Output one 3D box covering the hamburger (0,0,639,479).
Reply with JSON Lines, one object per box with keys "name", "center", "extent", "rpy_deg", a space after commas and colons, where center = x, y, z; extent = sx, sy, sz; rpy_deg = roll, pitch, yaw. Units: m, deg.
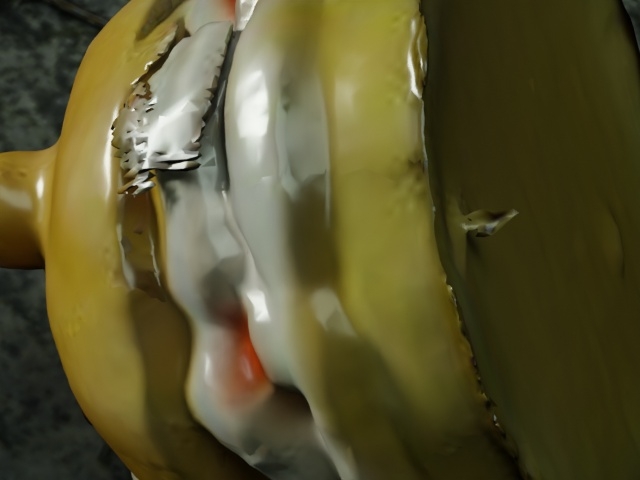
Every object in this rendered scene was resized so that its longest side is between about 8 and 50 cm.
{"name": "hamburger", "center": [0.000, 0.000, 0.640], "extent": [0.237, 0.276, 0.276], "rpy_deg": [-10, 55, 27]}
